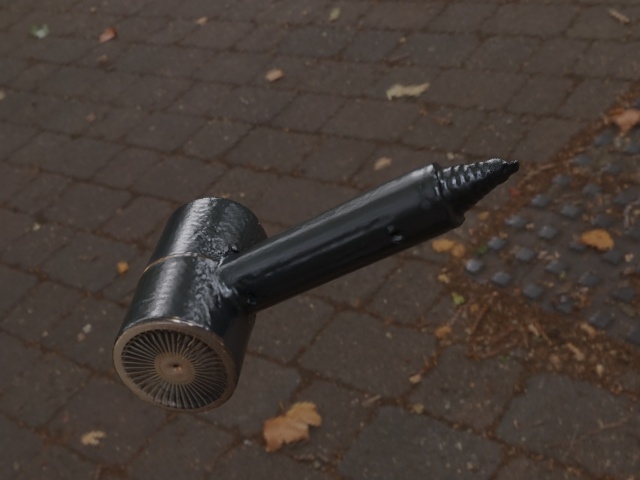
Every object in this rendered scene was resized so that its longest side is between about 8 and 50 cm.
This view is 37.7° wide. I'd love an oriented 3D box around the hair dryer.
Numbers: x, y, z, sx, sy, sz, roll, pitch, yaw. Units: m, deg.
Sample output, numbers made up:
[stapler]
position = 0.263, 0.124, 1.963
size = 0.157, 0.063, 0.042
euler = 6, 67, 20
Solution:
[hair dryer]
position = 0.000, 0.000, 0.763
size = 0.352, 0.107, 0.189
euler = -24, 30, 23
